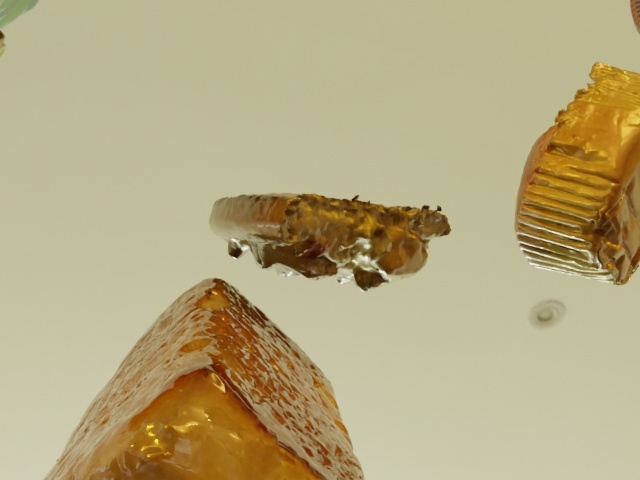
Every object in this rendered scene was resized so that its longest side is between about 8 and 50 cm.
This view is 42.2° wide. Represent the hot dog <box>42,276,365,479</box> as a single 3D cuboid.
[{"bbox_3d":[-0.096,0.181,0.631,0.185,0.405,0.223,42,-88,-9],"label":"hot dog"}]

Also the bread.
[{"bbox_3d":[0.325,-0.074,0.958,0.179,0.133,0.250,38,-104,-45],"label":"bread"}]

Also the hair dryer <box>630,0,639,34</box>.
[{"bbox_3d":[0.507,-0.377,0.923,0.210,0.125,0.353,0,-62,-29],"label":"hair dryer"}]

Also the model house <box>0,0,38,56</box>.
[{"bbox_3d":[-0.358,-0.219,0.672,0.242,0.358,0.313,45,-26,-9],"label":"model house"}]

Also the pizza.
[{"bbox_3d":[0.000,0.000,0.819,0.223,0.323,0.090,6,-91,-13],"label":"pizza"}]
